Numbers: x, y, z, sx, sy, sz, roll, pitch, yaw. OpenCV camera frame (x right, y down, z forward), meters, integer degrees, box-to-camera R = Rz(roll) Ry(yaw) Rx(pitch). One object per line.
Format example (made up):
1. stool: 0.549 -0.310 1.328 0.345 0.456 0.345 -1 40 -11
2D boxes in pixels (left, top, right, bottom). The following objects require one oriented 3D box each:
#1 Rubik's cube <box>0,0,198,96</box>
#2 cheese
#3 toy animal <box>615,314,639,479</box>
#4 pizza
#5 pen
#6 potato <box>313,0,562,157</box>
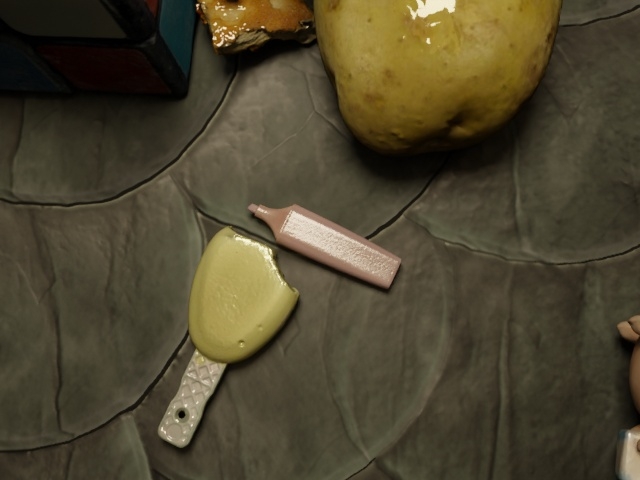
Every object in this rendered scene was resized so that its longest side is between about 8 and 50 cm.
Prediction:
1. Rubik's cube: -0.319 -0.369 0.723 0.313 0.316 0.319 3 80 4
2. cheese: -0.115 0.117 0.745 0.127 0.050 0.256 23 83 7
3. toy animal: 0.401 0.210 0.615 0.212 0.195 0.257 4 82 13
4. pizza: -0.094 -0.286 0.804 0.182 0.062 0.161 29 56 0
5. pen: 0.000 0.000 0.768 0.197 0.032 0.053 26 83 6
6. potato: 0.126 -0.207 0.716 0.285 0.242 0.243 0 79 -5
